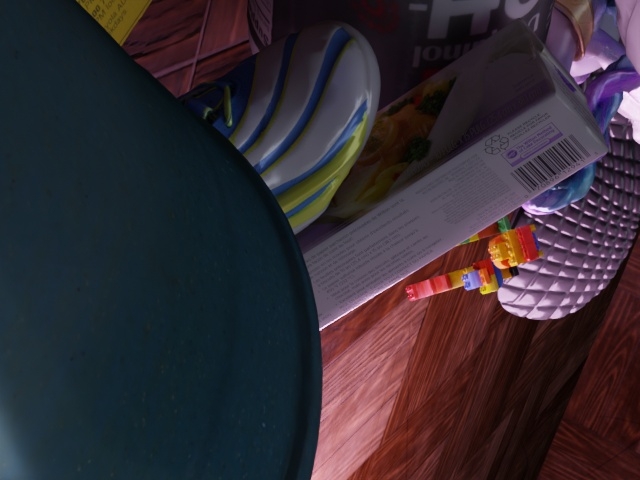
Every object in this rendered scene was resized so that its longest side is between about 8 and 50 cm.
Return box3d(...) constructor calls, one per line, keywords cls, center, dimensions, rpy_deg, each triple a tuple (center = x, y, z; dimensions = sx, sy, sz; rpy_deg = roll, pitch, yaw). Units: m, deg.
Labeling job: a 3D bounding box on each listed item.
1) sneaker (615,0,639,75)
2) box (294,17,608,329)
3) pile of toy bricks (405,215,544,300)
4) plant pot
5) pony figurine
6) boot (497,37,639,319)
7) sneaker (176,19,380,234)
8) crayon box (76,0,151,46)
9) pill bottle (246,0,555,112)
box3d(cls="sneaker", center=(0.193, -0.226, 0.877), dimensions=(0.108, 0.169, 0.292), rpy_deg=(-35, 156, -11))
box3d(cls="box", center=(0.000, 0.000, 0.802), dimensions=(0.324, 0.063, 0.067), rpy_deg=(-33, 135, 19))
box3d(cls="pile of toy bricks", center=(0.121, -0.001, 1.375), dimensions=(0.105, 0.118, 0.212), rpy_deg=(-16, 176, -15))
box3d(cls="plant pot", center=(-0.169, 0.004, 0.356), dimensions=(0.271, 0.272, 0.255), rpy_deg=(-58, 148, -15))
box3d(cls="pony figurine", center=(0.188, -0.163, 1.124), dimensions=(0.351, 0.303, 0.363), rpy_deg=(40, 60, -68))
box3d(cls="boot", center=(0.260, -0.103, 1.479), dimensions=(0.222, 0.118, 0.338), rpy_deg=(-96, -155, -67))
box3d(cls="sneaker", center=(-0.077, -0.026, 0.733), dimensions=(0.240, 0.091, 0.126), rpy_deg=(-45, 155, 12))
box3d(cls="crayon box", center=(-0.114, -0.195, 0.488), dimensions=(0.202, 0.081, 0.318), rpy_deg=(-59, 162, -14))
box3d(cls="pill bottle", center=(0.049, -0.166, 0.817), dimensions=(0.176, 0.176, 0.318), rpy_deg=(-49, 157, -37))
